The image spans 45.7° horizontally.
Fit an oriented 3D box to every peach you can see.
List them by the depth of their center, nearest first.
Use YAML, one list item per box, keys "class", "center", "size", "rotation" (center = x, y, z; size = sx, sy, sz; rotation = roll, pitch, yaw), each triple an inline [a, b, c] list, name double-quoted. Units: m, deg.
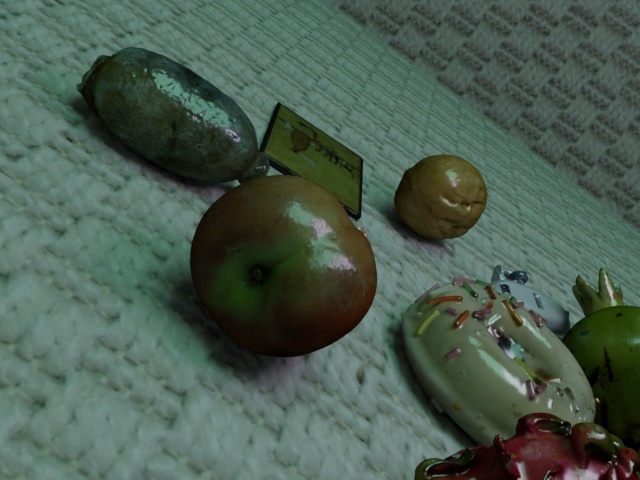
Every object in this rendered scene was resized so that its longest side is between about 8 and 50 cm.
- class: "peach"
  center: [-0.048, 0.035, 1.033]
  size: [0.252, 0.252, 0.252]
  rotation: [30, 26, -16]

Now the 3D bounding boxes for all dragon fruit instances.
- class: "dragon fruit"
  center: [0.258, 0.330, 0.928]
  size: [0.307, 0.243, 0.228]
  rotation: [11, 74, -51]

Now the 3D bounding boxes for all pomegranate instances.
- class: "pomegranate"
  center: [0.570, 0.217, 1.458]
  size: [0.260, 0.260, 0.341]
  rotation: [14, 49, -40]

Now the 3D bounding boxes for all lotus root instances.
- class: "lotus root"
  center: [-0.231, -0.202, 1.276]
  size: [0.349, 0.175, 0.175]
  rotation: [29, 26, -16]

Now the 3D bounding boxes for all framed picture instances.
- class: "framed picture"
  center: [-0.011, -0.188, 1.707]
  size: [0.255, 0.014, 0.339]
  rotation: [32, 26, -12]

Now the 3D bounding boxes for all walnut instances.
- class: "walnut"
  center: [0.269, -0.100, 1.708]
  size: [0.221, 0.195, 0.195]
  rotation: [10, 37, -46]

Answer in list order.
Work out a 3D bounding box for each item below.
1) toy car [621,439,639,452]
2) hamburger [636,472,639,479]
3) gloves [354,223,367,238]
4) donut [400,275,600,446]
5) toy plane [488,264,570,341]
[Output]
- class: "toy car"
  center: [0.701, 0.434, 1.427]
  size: [0.198, 0.204, 0.248]
  rotation: [61, 26, -6]
- class: "hamburger"
  center: [0.469, 0.451, 1.111]
  size: [0.265, 0.134, 0.285]
  rotation: [47, 25, 15]
- class: "gloves"
  center: [-0.003, 0.011, 1.269]
  size: [0.145, 0.126, 0.241]
  rotation: [19, 0, 7]
- class: "donut"
  center: [0.314, 0.213, 1.304]
  size: [0.382, 0.142, 0.383]
  rotation: [31, 25, -16]
- class: "toy plane"
  center: [0.424, 0.157, 1.579]
  size: [0.244, 0.117, 0.245]
  rotation: [24, 39, -21]
